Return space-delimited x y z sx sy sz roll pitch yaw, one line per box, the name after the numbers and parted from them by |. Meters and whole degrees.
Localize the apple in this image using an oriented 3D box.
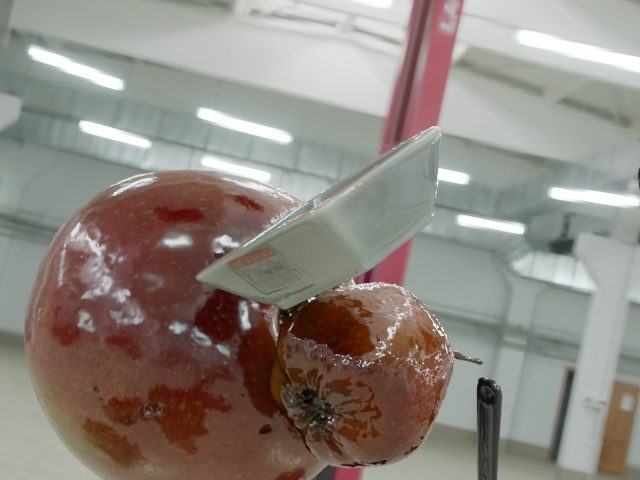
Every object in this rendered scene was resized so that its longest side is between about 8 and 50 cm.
-0.116 0.098 1.217 0.277 0.349 0.348 -8 -15 33 | apple

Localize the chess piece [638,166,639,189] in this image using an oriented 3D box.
0.378 -0.059 1.185 0.122 0.066 0.066 -3 3 -29 | chess piece

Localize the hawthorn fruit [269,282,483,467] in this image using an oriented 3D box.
0.055 0.106 1.076 0.162 0.163 0.203 9 27 37 | hawthorn fruit

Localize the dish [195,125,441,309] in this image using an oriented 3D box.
0.000 0.000 0.963 0.154 0.064 0.234 -36 6 -37 | dish

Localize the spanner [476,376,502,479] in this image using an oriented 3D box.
0.149 0.213 1.092 0.012 0.209 0.046 -24 33 -36 | spanner
